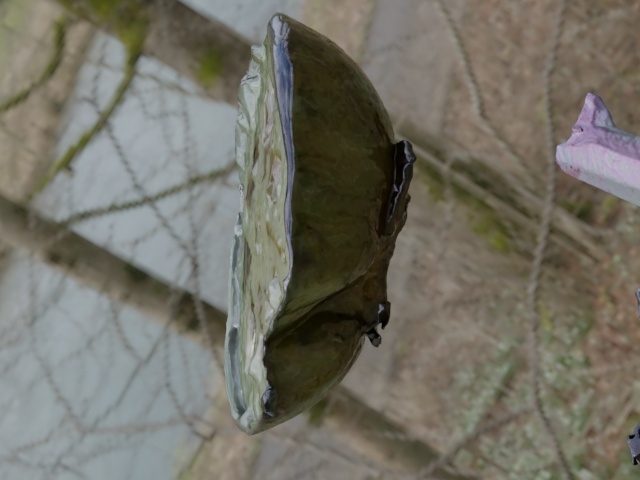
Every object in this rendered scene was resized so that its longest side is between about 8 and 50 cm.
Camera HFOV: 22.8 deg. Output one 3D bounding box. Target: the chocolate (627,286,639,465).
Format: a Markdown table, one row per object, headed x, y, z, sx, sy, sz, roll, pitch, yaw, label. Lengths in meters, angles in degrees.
| x | y | z | sx | sy | sz | roll | pitch | yaw | label |
| --- | --- | --- | --- | --- | --- | --- | --- | --- | --- |
| 0.261 | 0.104 | 1.175 | 0.070 | 0.072 | 0.147 | 125 | 157 | -70 | chocolate |

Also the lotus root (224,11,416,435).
| x | y | z | sx | sy | sz | roll | pitch | yaw | label |
| --- | --- | --- | --- | --- | --- | --- | --- | --- | --- |
| 0.000 | -0.004 | 0.791 | 0.183 | 0.078 | 0.203 | 120 | 153 | -67 | lotus root |

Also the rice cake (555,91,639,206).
| x | y | z | sx | sy | sz | roll | pitch | yaw | label |
| --- | --- | --- | --- | --- | --- | --- | --- | --- | --- |
| 0.315 | -0.058 | 1.376 | 0.290 | 0.051 | 0.081 | 29 | 123 | 51 | rice cake |
